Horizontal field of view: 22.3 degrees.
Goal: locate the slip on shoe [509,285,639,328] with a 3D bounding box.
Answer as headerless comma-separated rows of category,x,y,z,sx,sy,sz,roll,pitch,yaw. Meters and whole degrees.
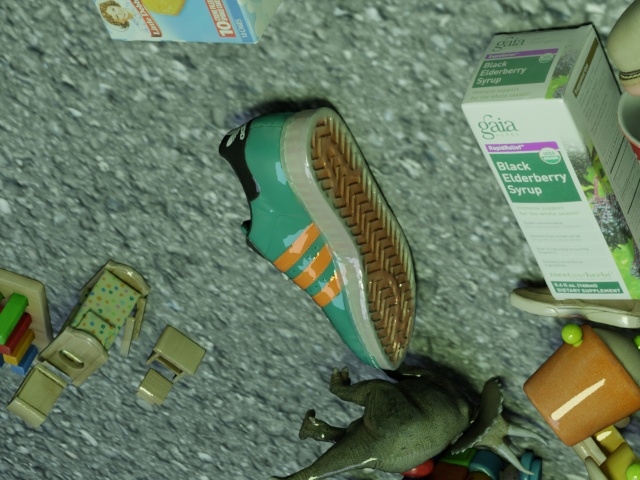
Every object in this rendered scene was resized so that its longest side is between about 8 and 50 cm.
slip on shoe,0.244,0.052,1.536,0.135,0.051,0.041,10,101,34

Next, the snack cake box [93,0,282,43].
snack cake box,-0.140,-0.288,1.315,0.152,0.089,0.264,4,138,27

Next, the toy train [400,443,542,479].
toy train,0.149,0.282,1.724,0.143,0.248,0.105,1,101,17

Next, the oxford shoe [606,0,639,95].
oxford shoe,0.301,-0.248,1.073,0.146,0.140,0.397,40,135,-2

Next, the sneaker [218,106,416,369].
sneaker,0.000,0.000,1.574,0.121,0.108,0.302,0,128,33

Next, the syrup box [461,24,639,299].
syrup box,0.212,-0.061,1.368,0.093,0.096,0.237,-2,136,33

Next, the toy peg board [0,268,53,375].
toy peg board,-0.418,0.104,1.972,0.161,0.079,0.160,18,143,12

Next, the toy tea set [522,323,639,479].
toy tea set,0.316,0.195,1.585,0.200,0.124,0.336,54,-175,25

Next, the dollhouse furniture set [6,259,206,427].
dollhouse furniture set,-0.226,0.146,1.817,0.161,0.182,0.101,36,143,-11

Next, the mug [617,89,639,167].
mug,0.318,-0.044,1.293,0.113,0.150,0.169,-27,133,2

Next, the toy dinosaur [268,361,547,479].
toy dinosaur,0.082,0.183,1.664,0.160,0.313,0.121,16,105,43
